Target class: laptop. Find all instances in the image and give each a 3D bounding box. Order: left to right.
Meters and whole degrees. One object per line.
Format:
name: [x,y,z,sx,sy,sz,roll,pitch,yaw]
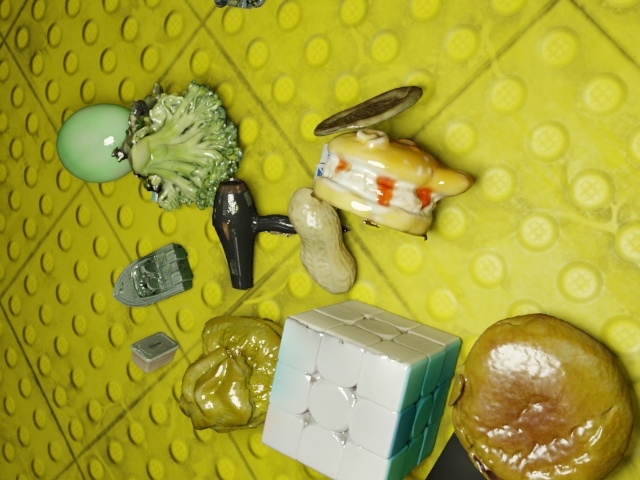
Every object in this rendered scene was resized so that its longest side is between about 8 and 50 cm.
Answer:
laptop: [0.309,0.530,1.337,0.135,0.016,0.197,34,111,25]

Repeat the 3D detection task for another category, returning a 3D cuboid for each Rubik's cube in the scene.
Rubik's cube: [0.089,0.316,1.296,0.291,0.292,0.290,18,101,29]

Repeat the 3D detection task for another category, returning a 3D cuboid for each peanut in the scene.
peanut: [0.000,0.000,1.404,0.125,0.111,0.274,5,121,45]

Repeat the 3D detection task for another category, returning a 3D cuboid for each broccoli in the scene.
broccoli: [-0.366,-0.244,1.587,0.334,0.272,0.323,-15,65,29]

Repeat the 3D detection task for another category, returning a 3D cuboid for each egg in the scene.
egg: [-0.626,-0.279,1.744,0.270,0.220,0.220,-13,86,28]

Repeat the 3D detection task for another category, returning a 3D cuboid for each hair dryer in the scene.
hair dryer: [-0.099,-0.002,1.511,0.360,0.120,0.303,3,113,18]

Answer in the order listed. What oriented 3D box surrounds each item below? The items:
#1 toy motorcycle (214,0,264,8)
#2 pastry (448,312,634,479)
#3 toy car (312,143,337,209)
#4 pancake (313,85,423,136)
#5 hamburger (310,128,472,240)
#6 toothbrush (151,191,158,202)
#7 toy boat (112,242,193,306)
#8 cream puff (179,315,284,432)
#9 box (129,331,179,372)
toy motorcycle: [-0.206,-0.660,1.558,0.193,0.061,0.124,18,109,38]
pastry: [0.415,0.317,1.173,0.356,0.164,0.355,0,90,32]
toy car: [0.025,-0.145,1.439,0.080,0.070,0.170,20,102,29]
pancake: [0.094,-0.272,1.305,0.250,0.250,0.031,-11,112,32]
hamburger: [0.147,-0.124,1.261,0.303,0.261,0.186,28,103,23]
toothbrush: [-0.474,-0.242,1.771,0.026,0.022,0.262,8,97,19]
toy boat: [-0.499,0.115,1.765,0.320,0.092,0.141,-22,79,32]
cream puff: [-0.214,0.323,1.500,0.324,0.274,0.269,-9,97,29]
box: [-0.480,0.324,1.753,0.089,0.122,0.062,29,118,27]
